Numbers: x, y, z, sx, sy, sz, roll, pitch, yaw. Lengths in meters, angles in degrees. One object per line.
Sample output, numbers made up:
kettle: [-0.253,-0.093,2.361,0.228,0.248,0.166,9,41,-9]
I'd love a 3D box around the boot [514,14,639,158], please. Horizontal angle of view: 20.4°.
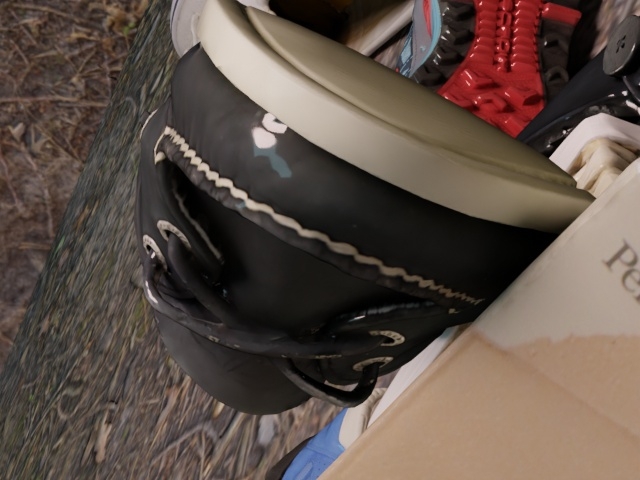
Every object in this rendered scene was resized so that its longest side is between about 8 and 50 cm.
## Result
boot: [0.150,-0.107,0.717,0.207,0.094,0.246,-50,28,35]

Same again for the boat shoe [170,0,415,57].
boat shoe: [-0.019,-0.151,1.317,0.367,0.136,0.156,-21,49,56]

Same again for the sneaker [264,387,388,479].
sneaker: [0.001,0.151,0.900,0.084,0.058,0.152,-40,25,47]

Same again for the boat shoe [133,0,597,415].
boat shoe: [-0.004,-0.002,0.555,0.113,0.127,0.340,-60,7,5]

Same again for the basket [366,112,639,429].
basket: [0.102,0.062,0.607,0.167,0.113,0.103,-57,22,31]

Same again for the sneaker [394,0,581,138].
sneaker: [0.079,-0.052,0.926,0.125,0.104,0.261,105,-178,-56]

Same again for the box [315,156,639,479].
box: [0.056,0.115,0.491,0.311,0.148,0.121,-50,-16,32]
